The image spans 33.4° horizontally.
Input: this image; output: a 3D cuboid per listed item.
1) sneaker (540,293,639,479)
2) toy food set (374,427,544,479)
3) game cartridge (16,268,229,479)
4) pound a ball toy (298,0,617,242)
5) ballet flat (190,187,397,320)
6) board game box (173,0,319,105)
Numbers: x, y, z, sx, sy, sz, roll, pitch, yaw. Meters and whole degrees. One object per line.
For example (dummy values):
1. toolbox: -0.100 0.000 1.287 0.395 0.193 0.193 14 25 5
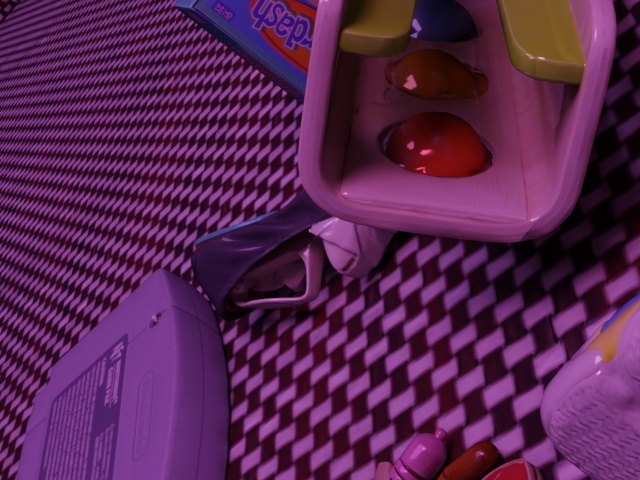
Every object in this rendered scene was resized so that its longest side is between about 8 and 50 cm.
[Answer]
1. sneaker: 0.183 0.002 0.357 0.240 0.091 0.126 -33 16 36
2. toy food set: 0.056 0.122 0.493 0.122 0.019 0.078 -19 44 48
3. game cartridge: -0.142 0.161 0.728 0.196 0.060 0.294 -44 30 27
4. pound a ball toy: 0.103 -0.094 0.549 0.319 0.208 0.136 -82 -1 -55
5. ballet flat: 0.000 0.000 0.674 0.203 0.074 0.074 -27 38 32
6. board game box: 0.022 -0.202 0.749 0.210 0.160 0.047 -56 27 -3
